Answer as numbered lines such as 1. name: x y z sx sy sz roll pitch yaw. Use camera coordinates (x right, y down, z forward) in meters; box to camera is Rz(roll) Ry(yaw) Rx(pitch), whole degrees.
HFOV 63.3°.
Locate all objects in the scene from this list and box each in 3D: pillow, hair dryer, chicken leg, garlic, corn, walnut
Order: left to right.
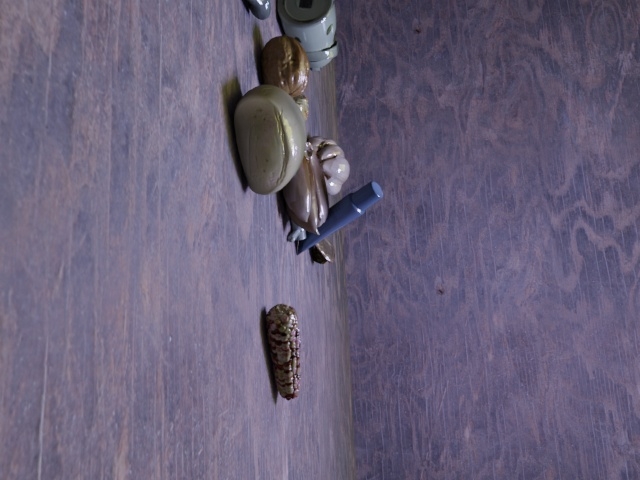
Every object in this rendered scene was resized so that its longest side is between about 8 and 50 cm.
1. corn: -0.099 0.304 1.420 0.092 0.092 0.281 -73 162 -69
2. walnut: -0.105 -0.524 1.560 0.155 0.155 0.184 -33 116 -81
3. hair dryer: -0.089 -0.030 1.806 0.137 0.047 0.082 -56 141 -65
4. garlic: -0.052 -0.178 1.767 0.279 0.132 0.325 -9 95 -68
5. chicken leg: -0.006 0.028 2.291 0.178 0.070 0.093 -96 170 -47
6. pillow: 0.000 -0.001 2.204 0.211 0.034 0.135 50 25 -32
7. garlic: 0.036 -0.347 2.350 0.203 0.184 0.281 13 73 -65

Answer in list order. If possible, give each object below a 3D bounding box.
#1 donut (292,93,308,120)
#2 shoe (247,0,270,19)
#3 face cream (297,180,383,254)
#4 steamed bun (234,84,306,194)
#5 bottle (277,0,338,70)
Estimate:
1. donut: -0.083 -0.495 1.984 0.166 0.065 0.108 -75 160 -66
2. shoe: -0.189 -0.672 1.378 0.078 0.079 0.195 -47 155 -28
3. face cream: 0.056 -0.083 1.859 0.086 0.385 0.136 39 34 -27
4. steamed bun: -0.118 -0.253 1.291 0.200 0.154 0.250 -78 159 -63
5. bottle: -0.037 -0.792 2.003 0.352 0.229 0.229 70 17 -73
